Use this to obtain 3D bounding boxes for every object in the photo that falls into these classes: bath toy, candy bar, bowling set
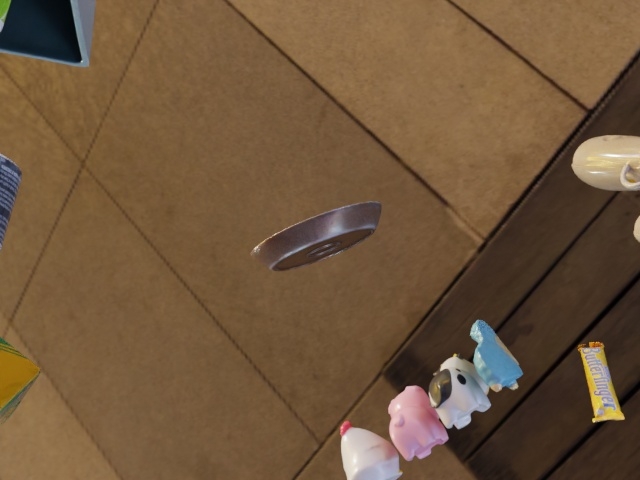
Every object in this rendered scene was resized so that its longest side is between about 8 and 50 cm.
[{"bbox_3d":[0.166,0.283,1.318,0.348,0.151,0.129,-43,61,16],"label":"bath toy"},{"bbox_3d":[0.392,0.198,1.115,0.040,0.161,0.018,-12,120,16],"label":"candy bar"},{"bbox_3d":[0.384,-0.027,0.700,0.154,0.287,0.200,23,132,68],"label":"bowling set"}]

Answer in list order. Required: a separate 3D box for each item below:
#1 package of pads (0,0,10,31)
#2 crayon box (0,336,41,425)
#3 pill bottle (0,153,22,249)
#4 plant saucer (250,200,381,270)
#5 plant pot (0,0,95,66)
[{"bbox_3d":[-0.409,-0.201,0.549,0.229,0.296,0.101,12,87,36],"label":"package of pads"},{"bbox_3d":[-0.373,0.145,0.621,0.165,0.278,0.081,39,116,-3],"label":"crayon box"},{"bbox_3d":[-0.439,0.014,0.910,0.130,0.130,0.246,-2,70,36],"label":"pill bottle"},{"bbox_3d":[0.000,0.000,0.950,0.168,0.168,0.029,-30,78,35],"label":"plant saucer"},{"bbox_3d":[-0.501,-0.481,1.342,0.247,0.247,0.252,122,156,-70],"label":"plant pot"}]
